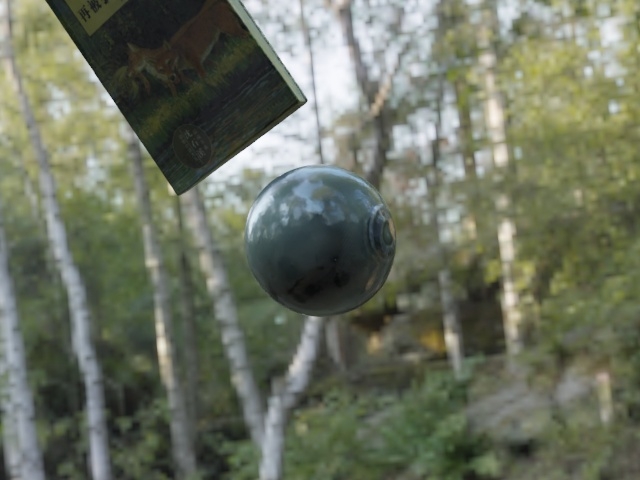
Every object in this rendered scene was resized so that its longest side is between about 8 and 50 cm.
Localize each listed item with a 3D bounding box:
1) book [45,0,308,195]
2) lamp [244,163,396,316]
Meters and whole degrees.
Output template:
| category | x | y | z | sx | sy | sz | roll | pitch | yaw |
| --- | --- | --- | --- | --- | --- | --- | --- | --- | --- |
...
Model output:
| category | x | y | z | sx | sy | sz | roll | pitch | yaw |
| --- | --- | --- | --- | --- | --- | --- | --- | --- | --- |
| book | -0.131 | -0.171 | 1.373 | 0.160 | 0.228 | 0.024 | -34 | 0 | 33 |
| lamp | 0.000 | 0.000 | 1.079 | 0.105 | 0.105 | 0.105 | -6 | -7 | -1 |
